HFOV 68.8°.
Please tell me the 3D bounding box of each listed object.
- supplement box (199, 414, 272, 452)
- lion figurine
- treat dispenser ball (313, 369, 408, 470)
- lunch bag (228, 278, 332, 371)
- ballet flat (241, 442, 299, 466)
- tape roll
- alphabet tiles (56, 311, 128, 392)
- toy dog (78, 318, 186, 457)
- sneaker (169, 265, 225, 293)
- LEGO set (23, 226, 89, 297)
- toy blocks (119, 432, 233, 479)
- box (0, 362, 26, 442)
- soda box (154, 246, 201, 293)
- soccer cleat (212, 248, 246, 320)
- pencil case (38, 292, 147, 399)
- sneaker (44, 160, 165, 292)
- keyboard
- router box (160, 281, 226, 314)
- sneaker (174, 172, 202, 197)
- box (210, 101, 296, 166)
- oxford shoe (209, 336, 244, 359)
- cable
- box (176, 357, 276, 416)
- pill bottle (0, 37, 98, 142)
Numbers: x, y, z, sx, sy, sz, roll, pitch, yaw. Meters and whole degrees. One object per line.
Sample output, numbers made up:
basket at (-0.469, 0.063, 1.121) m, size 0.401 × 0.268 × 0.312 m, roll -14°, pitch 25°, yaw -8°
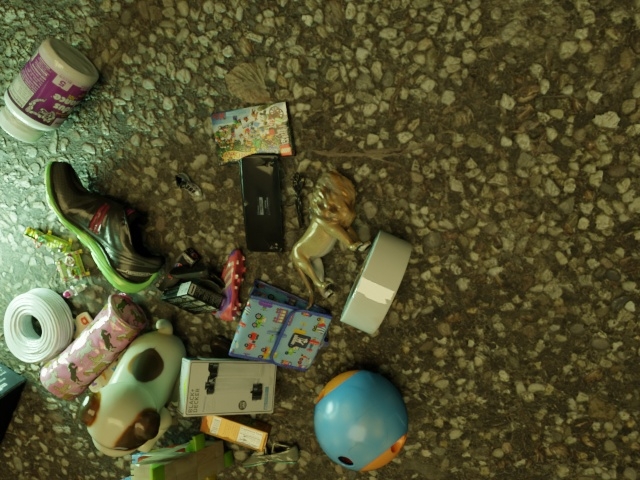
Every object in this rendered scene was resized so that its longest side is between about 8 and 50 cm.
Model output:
supplement box at (-0.292, 0.655, 1.628) m, size 0.234 × 0.078 × 0.080 m, roll 19°, pitch 91°, yaw 4°
lion figurine at (0.000, 0.000, 1.388) m, size 0.240 × 0.142 × 0.392 m, roll 46°, pitch 114°, yaw 19°
treat dispenser ball at (0.122, 0.543, 1.422) m, size 0.289 × 0.288 × 0.288 m, roll 2°, pitch 104°, yaw 9°
lunch bag at (-0.114, 0.288, 1.502) m, size 0.293 × 0.138 × 0.220 m, roll 19°, pitch 106°, yaw -8°
ballet flat at (-0.177, 0.755, 1.652) m, size 0.213 × 0.072 × 0.068 m, roll -10°, pitch 74°, yaw 11°
tape roll at (0.155, 0.116, 1.316) m, size 0.100 × 0.286 × 0.286 m, roll 23°, pitch 106°, yaw 3°
alphabet tiles at (-0.832, 0.407, 1.693) m, size 0.284 × 0.021 × 0.277 m, roll -29°, pitch 96°, yaw 15°
toy dog at (-0.554, 0.484, 1.453) m, size 0.285 × 0.408 × 0.395 m, roll 28°, pitch 107°, yaw -6°
sneaker at (-0.391, 0.126, 1.471) m, size 0.170 × 0.051 × 0.089 m, roll -4°, pitch 125°, yaw 22°
LEGO set at (-0.898, 0.059, 1.576) m, size 0.132 × 0.107 × 0.287 m, roll -33°, pitch 96°, yaw 16°
toy blocks at (-0.520, 0.768, 1.584) m, size 0.261 × 0.381 × 0.190 m, roll -12°, pitch 78°, yaw 24°
box at (-1.447, 0.632, 1.715) m, size 0.472 × 0.297 × 0.479 m, roll 31°, pitch 107°, yaw 0°
soda box at (-0.468, 0.101, 1.536) m, size 0.053 × 0.060 × 0.169 m, roll 45°, pitch 107°, yaw -1°
soccer cleat at (-0.301, 0.144, 1.510) m, size 0.095 × 0.083 × 0.247 m, roll 11°, pitch 108°, yaw 12°
pencil case at (-0.757, 0.354, 1.570) m, size 0.386 × 0.160 × 0.167 m, roll -44°, pitch 88°, yaw 7°
sneaker at (-0.679, -0.062, 1.497) m, size 0.202 × 0.185 × 0.482 m, roll -37°, pitch 99°, yaw -2°
keyboard at (-0.138, -0.108, 1.421) m, size 0.202 × 0.033 × 0.317 m, roll 2°, pitch 114°, yaw 7°
router box at (-0.405, 0.186, 1.479) m, size 0.179 × 0.046 × 0.133 m, roll -15°, pitch 141°, yaw 45°
sneaker at (-0.419, -0.167, 1.456) m, size 0.098 × 0.069 × 0.038 m, roll 45°, pitch 107°, yaw -3°
box at (-0.199, -0.316, 1.394) m, size 0.233 × 0.044 × 0.159 m, roll -6°, pitch 102°, yaw 11°
oxford shoe at (-0.302, 0.424, 1.569) m, size 0.083 × 0.096 × 0.227 m, roll -34°, pitch 94°, yaw 18°
cable at (-0.999, 0.302, 1.650) m, size 0.257 × 0.089 × 0.257 m, roll -32°, pitch 86°, yaw 16°
box at (-0.292, 0.460, 1.475) m, size 0.290 × 0.087 × 0.169 m, roll 10°, pitch 79°, yaw -28°
pill bottle at (-0.829, -0.441, 1.409) m, size 0.301 × 0.169 × 0.169 m, roll -40°, pitch 94°, yaw 17°
